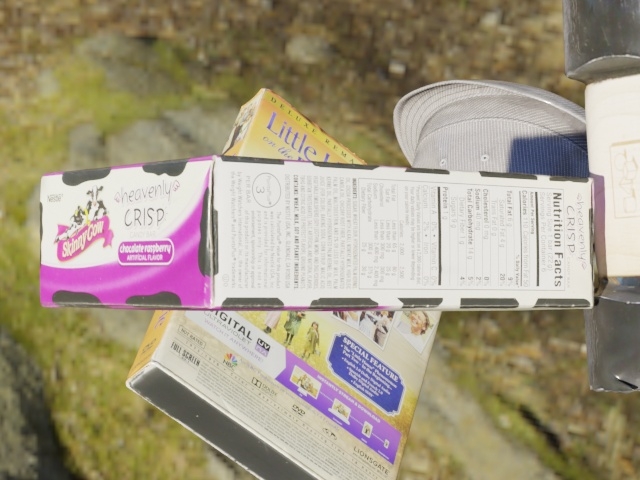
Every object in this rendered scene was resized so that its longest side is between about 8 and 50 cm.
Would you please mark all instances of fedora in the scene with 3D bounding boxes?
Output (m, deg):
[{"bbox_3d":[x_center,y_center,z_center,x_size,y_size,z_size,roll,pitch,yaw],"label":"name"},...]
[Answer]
[{"bbox_3d":[0.171,-0.036,1.661,0.275,0.244,0.124,3,49,38],"label":"fedora"}]

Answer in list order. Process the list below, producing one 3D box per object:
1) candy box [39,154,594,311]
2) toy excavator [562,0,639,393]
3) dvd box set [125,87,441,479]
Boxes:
[{"bbox_3d":[0.000,0.000,0.853,0.233,0.071,0.159,2,-3,-37],"label":"candy box"},{"bbox_3d":[0.315,-0.039,0.995,0.445,0.222,0.433,-2,-3,-37],"label":"toy excavator"},{"bbox_3d":[-0.014,0.069,1.843,0.307,0.062,0.420,37,45,-20],"label":"dvd box set"}]
